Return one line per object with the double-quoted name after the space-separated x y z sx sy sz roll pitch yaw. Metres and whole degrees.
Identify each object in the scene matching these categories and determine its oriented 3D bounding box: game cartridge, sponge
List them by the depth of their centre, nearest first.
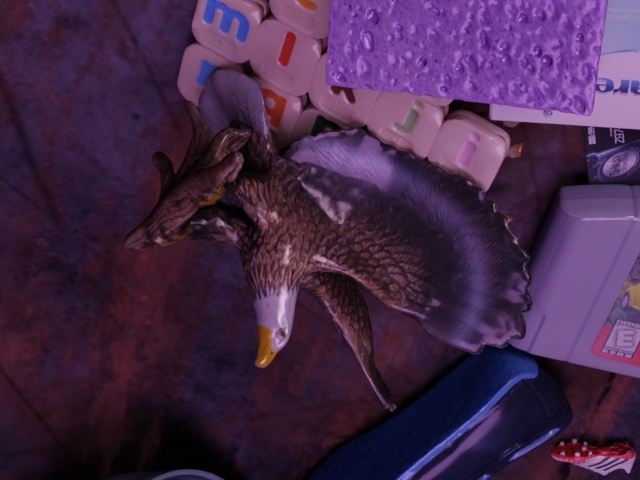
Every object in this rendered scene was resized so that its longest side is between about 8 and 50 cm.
0.110 -0.164 1.393 0.210 0.031 0.117 8 108 13 "sponge"
0.333 0.046 1.667 0.294 0.060 0.196 12 126 -7 "game cartridge"

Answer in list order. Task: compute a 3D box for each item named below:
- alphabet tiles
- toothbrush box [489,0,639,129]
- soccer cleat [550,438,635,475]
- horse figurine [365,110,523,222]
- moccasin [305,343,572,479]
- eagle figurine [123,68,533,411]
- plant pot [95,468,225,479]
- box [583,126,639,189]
0.014 -0.106 1.536 0.284 0.021 0.278 30 140 8 "alphabet tiles"
0.247 -0.238 1.431 0.216 0.126 0.295 3 125 5 "toothbrush box"
0.269 0.216 1.821 0.083 0.029 0.035 -2 122 -1 "soccer cleat"
0.084 -0.053 1.610 0.174 0.066 0.263 11 133 11 "horse figurine"
0.098 0.242 1.786 0.342 0.137 0.117 -37 120 27 "moccasin"
-0.004 0.011 1.539 0.298 0.226 0.225 19 102 -26 "eagle figurine"
-0.214 0.366 1.833 0.196 0.293 0.293 0 131 36 "plant pot"
0.264 -0.082 1.611 0.067 0.018 0.083 -5 126 7 "box"
